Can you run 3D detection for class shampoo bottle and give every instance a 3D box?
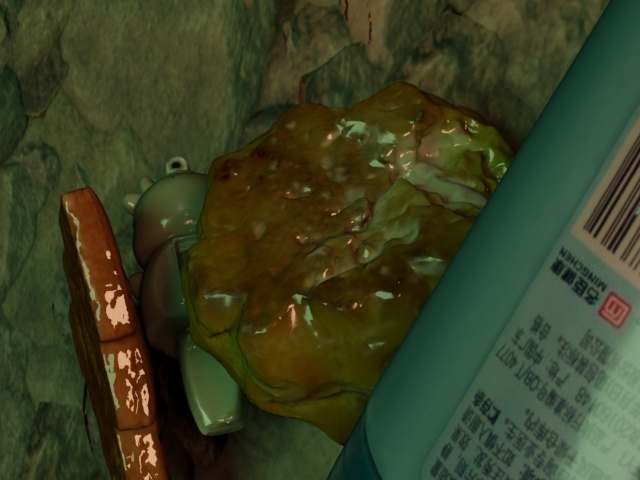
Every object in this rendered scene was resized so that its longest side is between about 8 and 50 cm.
[{"bbox_3d":[0.220,0.069,0.774,0.331,0.331,0.342,45,115,40],"label":"shampoo bottle"}]

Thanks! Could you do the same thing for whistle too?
[{"bbox_3d":[-0.097,0.039,1.273,0.102,0.106,0.253,-27,59,22],"label":"whistle"}]

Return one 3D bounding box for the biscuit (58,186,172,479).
[{"bbox_3d":[-0.170,0.083,1.281,0.284,0.043,0.306,-119,20,-49],"label":"biscuit"}]

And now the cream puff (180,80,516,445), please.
[{"bbox_3d":[0.040,0.025,1.098,0.282,0.185,0.282,-15,41,13],"label":"cream puff"}]
